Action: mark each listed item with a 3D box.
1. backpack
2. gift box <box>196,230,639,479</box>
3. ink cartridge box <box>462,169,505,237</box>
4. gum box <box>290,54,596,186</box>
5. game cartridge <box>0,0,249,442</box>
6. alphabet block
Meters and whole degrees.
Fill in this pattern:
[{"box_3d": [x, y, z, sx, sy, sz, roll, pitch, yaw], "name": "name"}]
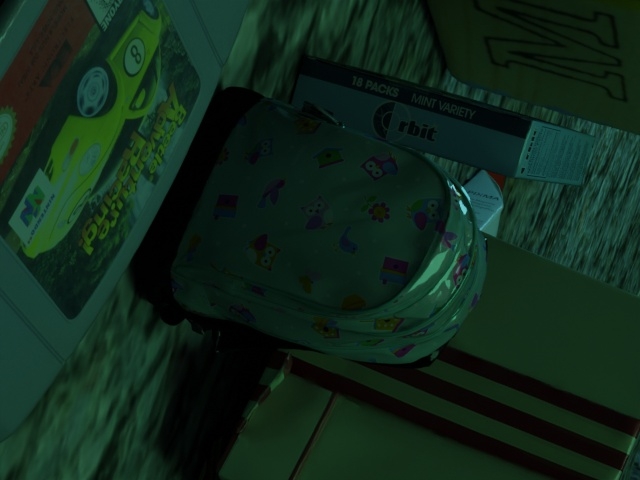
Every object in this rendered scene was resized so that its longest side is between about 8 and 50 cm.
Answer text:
[{"box_3d": [0.000, 0.000, 0.900, 0.152, 0.182, 0.115, -67, 159, -9], "name": "backpack"}, {"box_3d": [0.077, 0.111, 1.079, 0.255, 0.258, 0.276, -61, 165, -24], "name": "gift box"}, {"box_3d": [0.139, 0.035, 1.472, 0.232, 0.066, 0.189, -35, 139, -52], "name": "ink cartridge box"}, {"box_3d": [0.087, -0.078, 1.090, 0.184, 0.157, 0.041, 0, 107, -69], "name": "gum box"}, {"box_3d": [-0.122, -0.058, 0.729, 0.294, 0.060, 0.196, -64, 162, -19], "name": "game cartridge"}, {"box_3d": [0.198, -0.217, 1.202, 0.192, 0.193, 0.197, -67, 159, -16], "name": "alphabet block"}]
